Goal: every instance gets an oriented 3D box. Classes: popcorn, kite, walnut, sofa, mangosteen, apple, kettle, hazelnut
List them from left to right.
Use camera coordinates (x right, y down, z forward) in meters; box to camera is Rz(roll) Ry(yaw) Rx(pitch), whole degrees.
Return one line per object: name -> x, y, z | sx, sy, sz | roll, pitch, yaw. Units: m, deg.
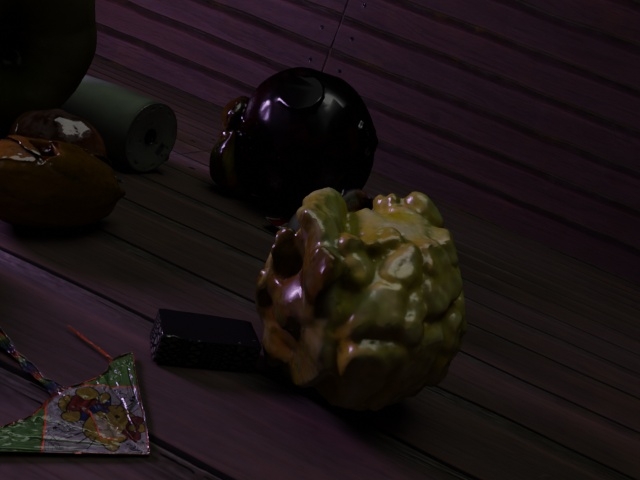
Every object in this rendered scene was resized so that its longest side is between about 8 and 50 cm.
apple -> -0.635, -0.407, 0.838 | 0.473, 0.473, 0.473 | 20, 17, -6
kite -> -0.250, 0.128, 0.449 | 0.244, 0.006, 0.198 | 28, 18, 16
walnut -> -0.388, -0.080, 0.721 | 0.137, 0.137, 0.245 | 30, 8, 25
hazelnut -> -0.439, -0.151, 0.839 | 0.154, 0.143, 0.143 | 8, 16, 2
kettle -> -0.479, -0.267, 1.175 | 0.255, 0.165, 0.240 | 23, -13, 16
sofa -> -0.133, 0.116, 0.578 | 0.118, 0.039, 0.060 | 14, 19, -27
mangosteen -> -0.067, -0.252, 1.270 | 0.421, 0.381, 0.381 | 10, 17, -3
popcorn -> 0.043, 0.064, 0.611 | 0.237, 0.293, 0.293 | -7, 28, -24

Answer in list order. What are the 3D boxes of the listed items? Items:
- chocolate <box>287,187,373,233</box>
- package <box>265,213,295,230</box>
chocolate -> 0.015, -0.002, 0.940 | 0.147, 0.221, 0.221 | 11, 6, 39
package -> 0.000, 0.000, 1.123 | 0.239, 0.030, 0.154 | 28, 15, 23
